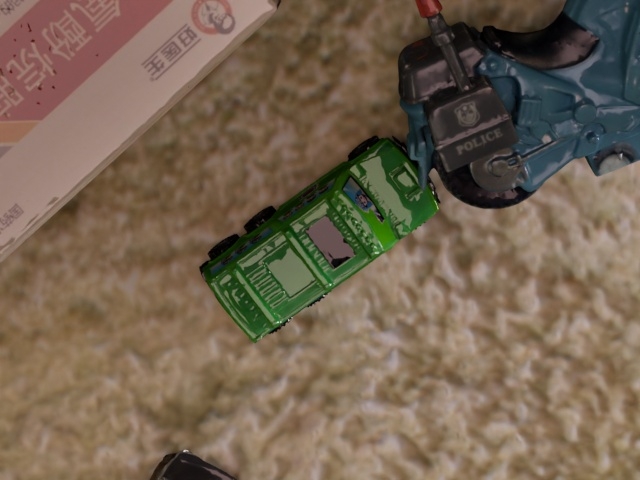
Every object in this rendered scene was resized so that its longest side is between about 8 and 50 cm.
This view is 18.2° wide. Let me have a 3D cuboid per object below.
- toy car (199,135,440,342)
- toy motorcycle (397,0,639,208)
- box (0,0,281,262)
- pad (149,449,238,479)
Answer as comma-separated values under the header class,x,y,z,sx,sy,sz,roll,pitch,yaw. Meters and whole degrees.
class,x,y,z,sx,sy,sz,roll,pitch,yaw
toy car,0.000,0.000,1.313,0.165,0.062,0.071,-35,101,8
toy motorcycle,0.170,-0.129,1.254,0.272,0.123,0.182,-23,113,4
box,-0.224,-0.115,1.288,0.353,0.069,0.214,-41,100,11
pad,-0.044,0.263,1.402,0.233,0.022,0.174,27,101,-8
